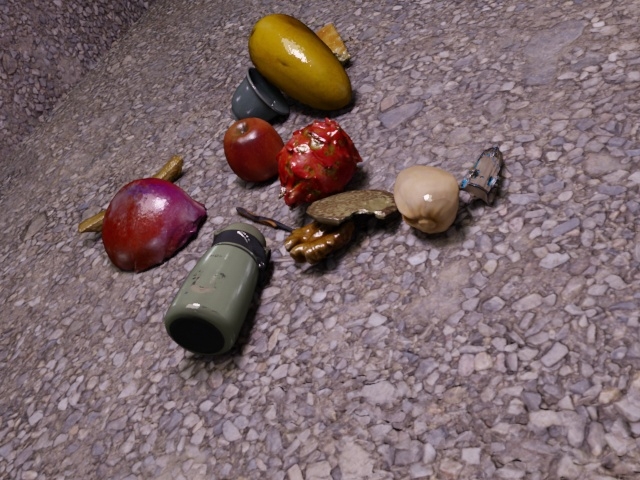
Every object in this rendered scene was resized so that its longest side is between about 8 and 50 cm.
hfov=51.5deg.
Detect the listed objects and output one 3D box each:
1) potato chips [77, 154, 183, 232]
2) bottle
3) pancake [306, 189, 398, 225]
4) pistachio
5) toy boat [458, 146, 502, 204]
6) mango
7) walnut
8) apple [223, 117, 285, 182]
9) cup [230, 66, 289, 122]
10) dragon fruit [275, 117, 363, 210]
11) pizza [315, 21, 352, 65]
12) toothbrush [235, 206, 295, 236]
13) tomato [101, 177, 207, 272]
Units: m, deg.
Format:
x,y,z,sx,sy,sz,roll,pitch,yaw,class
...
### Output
x,y,z,sx,sy,sz,roll,pitch,yaw,class
-0.613,-0.140,2.184,0.407,0.080,0.057,-38,54,-12,potato chips
-0.228,0.098,1.574,0.169,0.168,0.347,-9,37,26,bottle
0.082,-0.085,1.618,0.235,0.029,0.212,-6,22,1,pancake
0.245,-0.096,1.505,0.145,0.117,0.200,-29,32,7,pistachio
0.384,-0.162,1.536,0.084,0.066,0.210,25,47,10,toy boat
-0.061,-0.558,2.135,0.220,0.301,0.445,-45,62,7,mango
0.000,0.000,1.600,0.170,0.069,0.143,-29,35,-12,walnut
-0.194,-0.266,1.964,0.181,0.168,0.181,-14,42,13,apple
-0.224,-0.456,2.217,0.150,0.199,0.199,-37,33,22,cup
-0.019,-0.190,1.733,0.210,0.205,0.268,21,69,43,dragon fruit
0.014,-0.653,2.352,0.280,0.075,0.288,-42,40,-8,pizza
-0.141,-0.049,1.795,0.031,0.023,0.321,-42,38,-19,toothbrush
-0.520,-0.064,1.951,0.335,0.176,0.289,8,54,39,tomato
